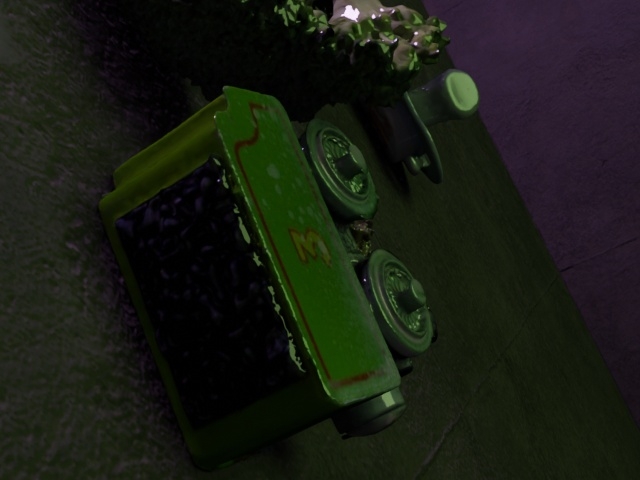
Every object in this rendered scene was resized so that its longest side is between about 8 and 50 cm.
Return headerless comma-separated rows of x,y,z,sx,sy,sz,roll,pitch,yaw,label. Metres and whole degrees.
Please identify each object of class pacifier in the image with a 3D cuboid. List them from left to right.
0.189,-0.246,1.743,0.279,0.207,0.227,63,0,0,pacifier

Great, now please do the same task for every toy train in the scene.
-0.041,0.027,0.796,0.249,0.173,0.307,0,64,-60,toy train

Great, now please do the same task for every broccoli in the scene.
-0.044,-0.309,0.971,0.353,0.275,0.397,25,63,-11,broccoli

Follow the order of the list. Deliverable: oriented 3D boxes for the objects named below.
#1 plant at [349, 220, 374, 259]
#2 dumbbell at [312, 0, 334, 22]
0.000,0.000,1.116,0.122,0.104,0.116,-147,-122,-60,plant
0.031,-0.347,1.614,0.208,0.099,0.099,29,38,-60,dumbbell
